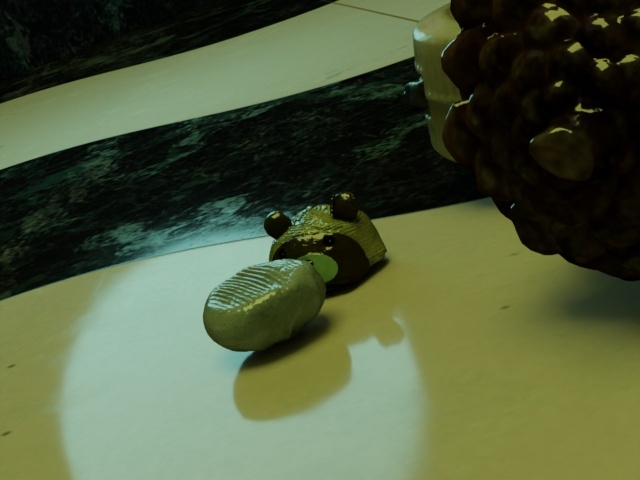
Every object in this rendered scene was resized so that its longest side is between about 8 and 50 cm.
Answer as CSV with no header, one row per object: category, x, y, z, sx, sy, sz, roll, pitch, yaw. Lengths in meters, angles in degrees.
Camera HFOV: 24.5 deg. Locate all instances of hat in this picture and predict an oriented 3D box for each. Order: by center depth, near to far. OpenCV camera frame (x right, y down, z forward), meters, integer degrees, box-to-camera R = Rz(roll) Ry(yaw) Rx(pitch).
hat,0.000,0.000,1.022,0.077,0.059,0.076,-11,13,44

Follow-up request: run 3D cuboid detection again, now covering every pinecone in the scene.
pinecone,0.195,-0.092,0.808,0.224,0.224,0.272,-5,14,41

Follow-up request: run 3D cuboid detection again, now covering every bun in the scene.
bun,-0.035,0.044,0.940,0.083,0.045,0.083,-21,18,7

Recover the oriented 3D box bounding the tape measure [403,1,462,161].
tape measure,0.203,-0.133,1.102,0.231,0.133,0.271,9,30,45
